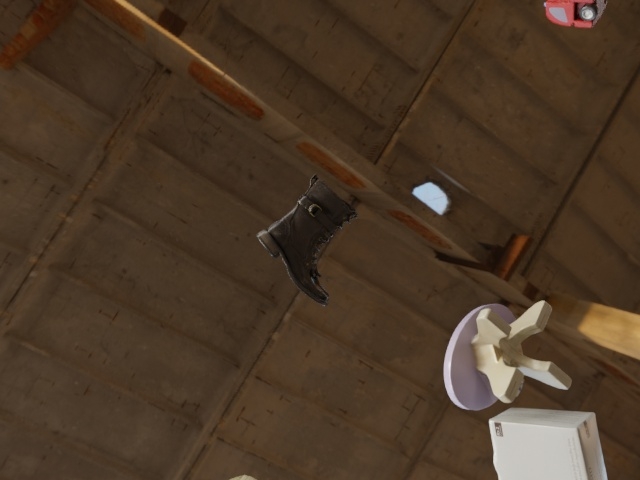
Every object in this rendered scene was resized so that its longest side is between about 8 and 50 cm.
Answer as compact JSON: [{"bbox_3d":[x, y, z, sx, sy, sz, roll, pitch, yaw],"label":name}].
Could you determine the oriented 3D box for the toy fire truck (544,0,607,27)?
[{"bbox_3d":[0.264,-0.343,0.541,0.047,0.135,0.192,-53,-39,-13],"label":"toy fire truck"}]

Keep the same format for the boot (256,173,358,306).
[{"bbox_3d":[0.000,0.000,1.110,0.229,0.091,0.263,-40,-85,-7],"label":"boot"}]

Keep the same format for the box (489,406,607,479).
[{"bbox_3d":[0.465,0.449,0.946,0.119,0.182,0.180,-1,-100,-45],"label":"box"}]

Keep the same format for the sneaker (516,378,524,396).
[{"bbox_3d":[0.485,0.399,1.233,0.053,0.144,0.059,22,-121,5],"label":"sneaker"}]

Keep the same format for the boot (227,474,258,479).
[{"bbox_3d":[-0.131,0.448,0.693,0.203,0.262,0.095,-24,-90,-52],"label":"boot"}]

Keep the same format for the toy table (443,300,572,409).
[{"bbox_3d":[0.415,0.256,1.051,0.252,0.161,0.274,30,-115,-11],"label":"toy table"}]
